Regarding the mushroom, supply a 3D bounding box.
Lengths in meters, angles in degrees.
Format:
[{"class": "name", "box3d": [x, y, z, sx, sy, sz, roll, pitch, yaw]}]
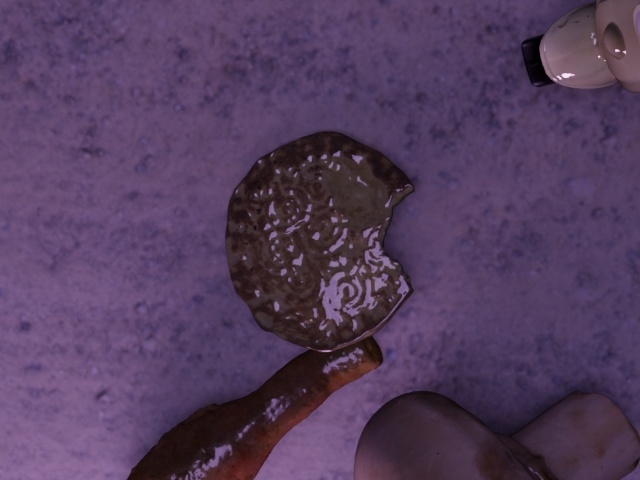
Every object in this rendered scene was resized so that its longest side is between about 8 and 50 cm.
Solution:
[{"class": "mushroom", "box3d": [0.192, 0.256, 1.667, 0.290, 0.292, 0.292, -32, 92, -11]}]

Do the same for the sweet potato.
[{"class": "sweet potato", "box3d": [-0.099, 0.220, 1.754, 0.385, 0.109, 0.109, -43, 91, 5]}]

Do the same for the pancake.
[{"class": "pancake", "box3d": [0.000, 0.000, 1.742, 0.212, 0.029, 0.235, 6, 85, 14]}]

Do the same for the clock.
[{"class": "clock", "box3d": [0.392, -0.229, 1.600, 0.379, 0.276, 0.120, -19, 94, 2]}]
